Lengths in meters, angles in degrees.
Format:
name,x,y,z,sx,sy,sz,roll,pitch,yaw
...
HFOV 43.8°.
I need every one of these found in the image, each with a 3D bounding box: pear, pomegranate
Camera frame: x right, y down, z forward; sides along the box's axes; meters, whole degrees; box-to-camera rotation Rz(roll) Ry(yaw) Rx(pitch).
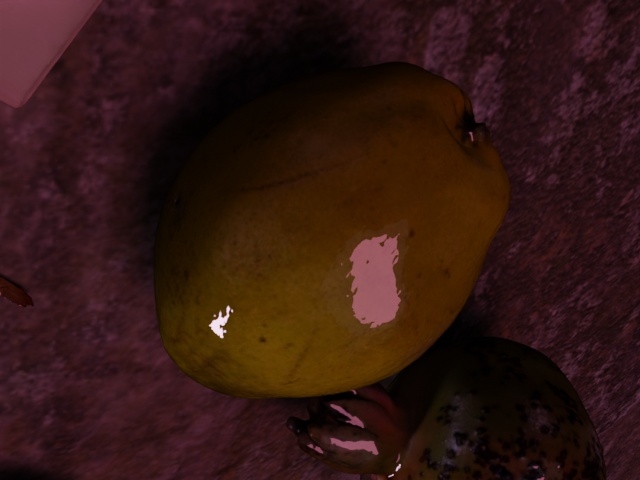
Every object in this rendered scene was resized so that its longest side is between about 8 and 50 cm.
name,x,y,z,sx,sy,sz,roll,pitch,yaw
pear,0.000,0.000,0.535,0.269,0.212,0.212,-40,143,20
pomegranate,0.120,0.228,0.825,0.340,0.285,0.285,22,111,-20

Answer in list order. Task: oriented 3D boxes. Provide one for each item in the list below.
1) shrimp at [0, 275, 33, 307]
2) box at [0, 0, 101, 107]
name,x,y,z,sx,sy,sz,roll,pitch,yaw
shrimp,-0.234,0.067,0.548,0.083,0.023,0.114,-30,135,-19
box,-0.121,-0.250,0.330,0.353,0.069,0.214,-51,140,7
